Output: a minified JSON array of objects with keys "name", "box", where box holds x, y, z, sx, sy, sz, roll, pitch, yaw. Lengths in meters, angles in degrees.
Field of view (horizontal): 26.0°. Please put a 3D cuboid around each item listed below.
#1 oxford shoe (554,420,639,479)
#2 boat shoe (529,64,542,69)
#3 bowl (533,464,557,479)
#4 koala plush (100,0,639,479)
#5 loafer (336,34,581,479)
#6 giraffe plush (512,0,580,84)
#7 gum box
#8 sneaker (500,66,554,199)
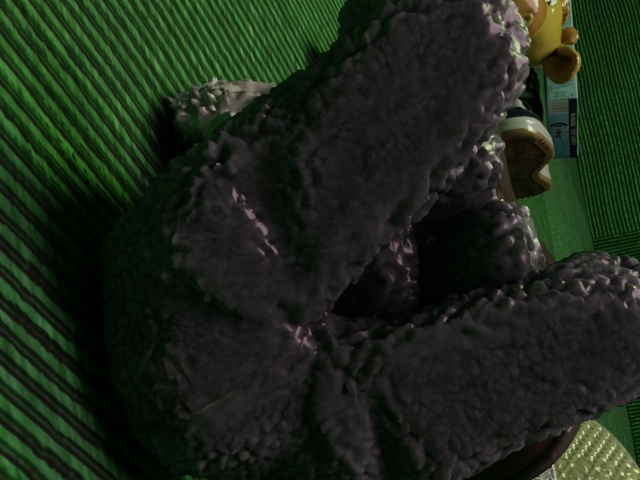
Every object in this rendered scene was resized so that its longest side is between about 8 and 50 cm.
[{"name":"oxford shoe","box":[0.273,0.359,1.370,0.449,0.169,0.130,-101,-151,-43]},{"name":"boat shoe","box":[0.230,-0.320,1.857,0.306,0.104,0.113,61,16,-65]},{"name":"bowl","box":[0.127,0.169,1.045,0.170,0.080,0.170,-14,90,-75]},{"name":"koala plush","box":[0.000,0.000,0.599,0.196,0.203,0.221,60,-3,-15]},{"name":"loafer","box":[0.066,-0.002,0.933,0.130,0.134,0.366,26,38,-42]},{"name":"giraffe plush","box":[0.142,-0.188,1.250,0.210,0.170,0.182,-22,98,-76]},{"name":"gum box","box":[0.308,-0.223,1.788,0.157,0.041,0.184,67,23,-64]},{"name":"sneaker","box":[0.228,-0.151,1.696,0.282,0.099,0.153,44,38,-74]}]
